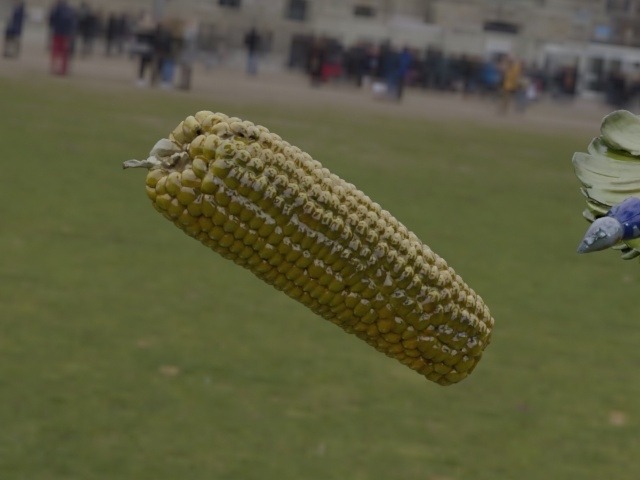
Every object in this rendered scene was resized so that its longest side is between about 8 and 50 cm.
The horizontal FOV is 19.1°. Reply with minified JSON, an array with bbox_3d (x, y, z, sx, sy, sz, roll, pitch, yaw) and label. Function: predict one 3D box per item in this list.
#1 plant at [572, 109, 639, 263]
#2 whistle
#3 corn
[{"bbox_3d":[0.412,-0.088,1.961,0.306,0.297,0.261,-7,9,0],"label":"plant"},{"bbox_3d":[0.208,-0.011,1.306,0.083,0.029,0.033,-25,-10,-33],"label":"whistle"},{"bbox_3d":[0.000,0.000,1.423,0.310,0.101,0.101,32,-1,-15],"label":"corn"}]
